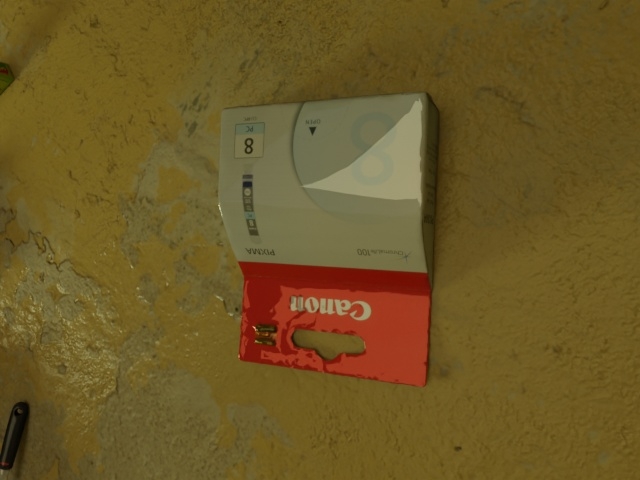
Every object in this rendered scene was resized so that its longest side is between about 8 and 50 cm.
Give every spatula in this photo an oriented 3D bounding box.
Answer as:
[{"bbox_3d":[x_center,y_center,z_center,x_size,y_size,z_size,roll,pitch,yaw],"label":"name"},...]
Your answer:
[{"bbox_3d":[-0.609,0.458,1.043,0.084,0.030,0.297,13,89,-8],"label":"spatula"}]

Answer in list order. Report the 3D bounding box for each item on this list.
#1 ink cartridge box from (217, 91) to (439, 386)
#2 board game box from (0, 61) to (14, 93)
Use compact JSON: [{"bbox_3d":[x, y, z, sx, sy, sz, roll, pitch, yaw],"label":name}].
[{"bbox_3d":[0.000,0.000,0.761,0.307,0.091,0.386,2,89,24],"label":"ink cartridge box"},{"bbox_3d":[-0.714,-0.294,1.085,0.181,0.092,0.043,-34,75,20],"label":"board game box"}]
